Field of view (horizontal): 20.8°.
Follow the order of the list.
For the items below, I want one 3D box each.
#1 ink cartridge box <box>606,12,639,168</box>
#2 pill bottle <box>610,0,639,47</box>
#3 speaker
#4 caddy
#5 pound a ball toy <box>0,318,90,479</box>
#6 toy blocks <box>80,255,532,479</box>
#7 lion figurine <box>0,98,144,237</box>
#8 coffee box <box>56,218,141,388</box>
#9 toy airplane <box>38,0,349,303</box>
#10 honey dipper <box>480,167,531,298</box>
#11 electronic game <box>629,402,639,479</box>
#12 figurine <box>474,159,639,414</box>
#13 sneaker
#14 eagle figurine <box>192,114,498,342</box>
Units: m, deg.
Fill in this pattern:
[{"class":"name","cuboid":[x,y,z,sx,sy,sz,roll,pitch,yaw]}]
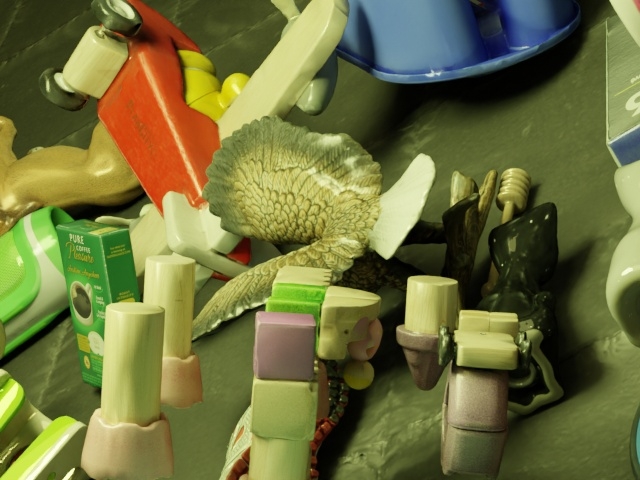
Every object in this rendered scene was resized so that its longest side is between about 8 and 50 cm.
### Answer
[{"class":"ink cartridge box","cuboid":[0.397,-0.173,1.560,0.303,0.072,0.307,-27,28,25]},{"class":"pill bottle","cuboid":[0.382,-0.273,1.480,0.283,0.160,0.160,-30,28,21]},{"class":"speaker","cuboid":[-0.419,0.084,2.177,0.296,0.131,0.131,-35,27,11]},{"class":"caddy","cuboid":[0.139,-0.267,1.930,0.241,0.179,0.341,-20,23,-13]},{"class":"pound a ball toy","cuboid":[-0.371,0.249,1.810,0.208,0.136,0.319,29,68,24]},{"class":"toy blocks","cuboid":[-0.013,0.167,1.331,0.309,0.260,0.288,4,8,1]},{"class":"lion figurine","cuboid":[-0.342,-0.080,2.317,0.392,0.142,0.240,-23,38,23]},{"class":"coffee box","cuboid":[-0.233,0.072,1.896,0.040,0.184,0.113,-15,13,-31]},{"class":"toy airplane","cuboid":[-0.117,-0.088,1.946,0.386,0.272,0.384,3,87,43]},{"class":"honey dipper","cuboid":[0.172,-0.005,1.640,0.030,0.030,0.161,-21,34,34]},{"class":"electronic game","cuboid":[0.322,0.112,1.239,0.229,0.048,0.229,-31,28,18]},{"class":"figurine","cuboid":[0.226,0.017,1.465,0.215,0.092,0.209,-26,30,25]},{"class":"sneaker","cuboid":[-0.045,0.206,1.564,0.093,0.088,0.225,-41,17,51]},{"class":"eagle figurine","cuboid":[0.000,0.010,1.628,0.298,0.225,0.226,8,14,11]}]
